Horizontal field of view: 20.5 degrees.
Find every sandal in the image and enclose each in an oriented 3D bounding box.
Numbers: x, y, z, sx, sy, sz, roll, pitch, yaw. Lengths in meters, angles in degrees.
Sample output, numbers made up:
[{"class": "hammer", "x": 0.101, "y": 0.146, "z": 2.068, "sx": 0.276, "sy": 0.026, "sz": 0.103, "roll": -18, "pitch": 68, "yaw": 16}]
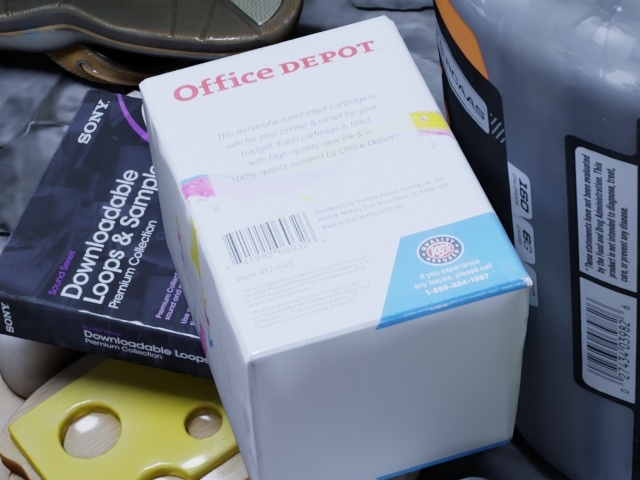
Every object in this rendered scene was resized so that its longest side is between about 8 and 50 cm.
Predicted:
[{"class": "sandal", "x": -0.101, "y": -0.103, "z": 0.836, "sx": 0.219, "sy": 0.060, "sz": 0.090, "roll": 0, "pitch": 45, "yaw": 28}]

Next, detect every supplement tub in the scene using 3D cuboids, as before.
[{"class": "supplement tub", "x": 0.137, "y": -0.057, "z": 0.592, "sx": 0.194, "sy": 0.316, "sz": 0.193, "roll": -4, "pitch": 52, "yaw": 6}]

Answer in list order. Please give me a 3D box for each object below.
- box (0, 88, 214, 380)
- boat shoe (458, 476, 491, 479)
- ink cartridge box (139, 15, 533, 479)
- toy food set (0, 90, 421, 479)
[{"class": "box", "x": -0.033, "y": 0.001, "z": 0.678, "sx": 0.162, "sy": 0.029, "sz": 0.116, "roll": 10, "pitch": 49, "yaw": 11}, {"class": "boat shoe", "x": 0.056, "y": 0.229, "z": 0.528, "sx": 0.103, "sy": 0.118, "sz": 0.320, "roll": -37, "pitch": 47, "yaw": 31}, {"class": "ink cartridge box", "x": 0.000, "y": 0.000, "z": 0.598, "sx": 0.092, "sy": 0.090, "sz": 0.143, "roll": -15, "pitch": 51, "yaw": -10}, {"class": "toy food set", "x": -0.139, "y": 0.083, "z": 0.671, "sx": 0.306, "sy": 0.092, "sz": 0.220, "roll": -34, "pitch": 55, "yaw": -16}]
